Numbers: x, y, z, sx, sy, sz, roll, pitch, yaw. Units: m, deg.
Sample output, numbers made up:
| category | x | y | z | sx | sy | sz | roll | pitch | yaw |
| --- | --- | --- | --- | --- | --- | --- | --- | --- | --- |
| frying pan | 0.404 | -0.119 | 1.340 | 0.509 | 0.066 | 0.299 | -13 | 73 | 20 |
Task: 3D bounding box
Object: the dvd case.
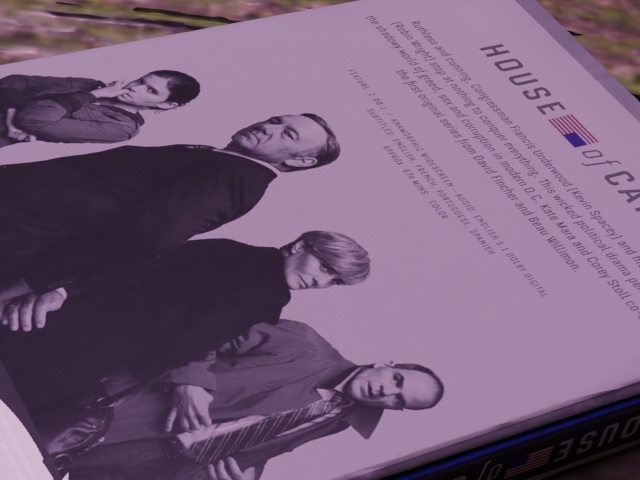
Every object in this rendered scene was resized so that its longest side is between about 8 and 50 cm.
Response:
| category | x | y | z | sx | sy | sz | roll | pitch | yaw |
| --- | --- | --- | --- | --- | --- | --- | --- | --- | --- |
| dvd case | 0.000 | 0.000 | 0.461 | 0.239 | 0.029 | 0.179 | -14 | 47 | -26 |
